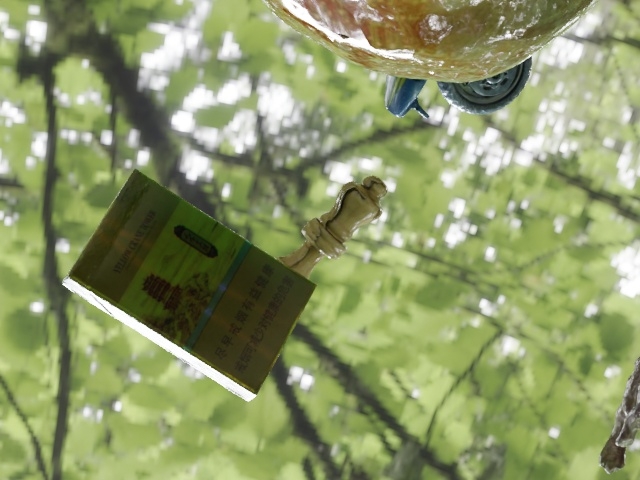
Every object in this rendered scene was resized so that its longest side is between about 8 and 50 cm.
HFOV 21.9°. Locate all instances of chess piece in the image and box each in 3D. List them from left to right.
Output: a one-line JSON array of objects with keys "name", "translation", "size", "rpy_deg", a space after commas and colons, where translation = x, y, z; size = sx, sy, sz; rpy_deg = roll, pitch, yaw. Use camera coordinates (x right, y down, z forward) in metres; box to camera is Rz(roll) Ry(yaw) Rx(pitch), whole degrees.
[{"name": "chess piece", "translation": [0.001, 0.001, 1.649], "size": [0.060, 0.172, 0.060], "rpy_deg": [43, -173, -7]}]

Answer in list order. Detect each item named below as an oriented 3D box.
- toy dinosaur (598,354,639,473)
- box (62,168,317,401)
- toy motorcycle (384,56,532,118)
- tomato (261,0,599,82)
[{"name": "toy dinosaur", "translation": [0.311, 0.105, 1.454], "size": [0.072, 0.200, 0.251], "rpy_deg": [18, -136, 9]}, {"name": "box", "translation": [-0.112, 0.039, 1.444], "size": [0.193, 0.030, 0.121], "rpy_deg": [33, -117, -7]}, {"name": "toy motorcycle", "translation": [0.113, -0.205, 1.176], "size": [0.135, 0.254, 0.092], "rpy_deg": [6, -158, -21]}, {"name": "tomato", "translation": [0.072, -0.237, 0.925], "size": [0.303, 0.303, 0.239], "rpy_deg": [-27, -134, -37]}]
